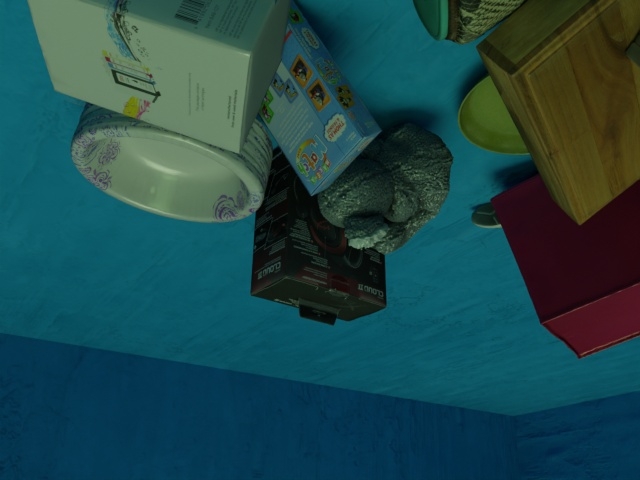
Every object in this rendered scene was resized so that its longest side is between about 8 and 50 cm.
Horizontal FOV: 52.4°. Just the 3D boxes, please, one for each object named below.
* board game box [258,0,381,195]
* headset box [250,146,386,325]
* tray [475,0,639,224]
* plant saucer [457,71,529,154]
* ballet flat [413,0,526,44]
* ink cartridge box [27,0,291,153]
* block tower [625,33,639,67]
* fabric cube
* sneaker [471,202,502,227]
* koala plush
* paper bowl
[{"bbox_3d":[-0.025,-0.186,0.871,0.039,0.211,0.160,-27,171,-34],"label":"board game box"},{"bbox_3d":[0.000,0.000,1.136,0.218,0.293,0.110,18,149,-34],"label":"headset box"},{"bbox_3d":[0.365,-0.183,0.852,0.203,0.076,0.411,-41,142,10],"label":"tray"},{"bbox_3d":[0.328,-0.211,0.982,0.241,0.037,0.241,0,155,0],"label":"plant saucer"},{"bbox_3d":[0.138,-0.368,0.570,0.182,0.164,0.483,-27,155,7],"label":"ballet flat"},{"bbox_3d":[-0.167,-0.241,0.724,0.233,0.171,0.168,19,150,-1],"label":"ink cartridge box"},{"bbox_3d":[0.442,-0.284,0.631,0.091,0.097,0.335,10,129,-19],"label":"block tower"},{"bbox_3d":[0.496,0.022,1.151,0.254,0.258,0.259,-28,144,21],"label":"fabric cube"},{"bbox_3d":[0.381,-0.046,1.304,0.152,0.053,0.061,-7,156,15],"label":"sneaker"},{"bbox_3d":[0.078,-0.083,1.011,0.221,0.196,0.203,-19,167,-45],"label":"koala plush"},{"bbox_3d":[-0.211,-0.148,0.975,0.284,0.148,0.284,9,157,4],"label":"paper bowl"}]
